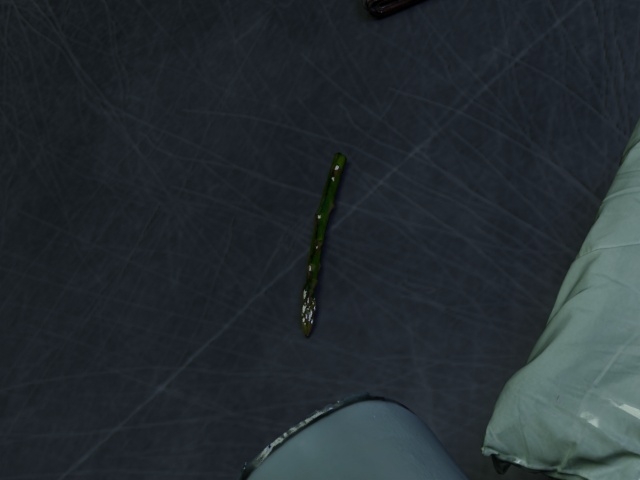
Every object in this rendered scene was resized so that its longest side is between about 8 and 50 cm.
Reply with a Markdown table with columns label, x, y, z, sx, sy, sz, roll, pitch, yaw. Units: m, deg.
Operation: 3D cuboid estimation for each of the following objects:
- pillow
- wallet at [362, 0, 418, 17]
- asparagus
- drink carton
| label | x | y | z | sx | sy | sz | roll | pitch | yaw |
| --- | --- | --- | --- | --- | --- | --- | --- | --- | --- |
| pillow | 0.281 | 0.044 | 0.815 | 0.283 | 0.138 | 0.310 | 20 | 69 | 27 |
| wallet | 0.078 | -0.303 | 1.237 | 0.124 | 0.042 | 0.230 | -21 | 48 | 16 |
| asparagus | 0.000 | 0.000 | 1.072 | 0.016 | 0.016 | 0.163 | 6 | 57 | 9 |
| drink carton | 0.053 | 0.206 | 0.801 | 0.191 | 0.185 | 0.189 | -38 | 37 | 0 |
